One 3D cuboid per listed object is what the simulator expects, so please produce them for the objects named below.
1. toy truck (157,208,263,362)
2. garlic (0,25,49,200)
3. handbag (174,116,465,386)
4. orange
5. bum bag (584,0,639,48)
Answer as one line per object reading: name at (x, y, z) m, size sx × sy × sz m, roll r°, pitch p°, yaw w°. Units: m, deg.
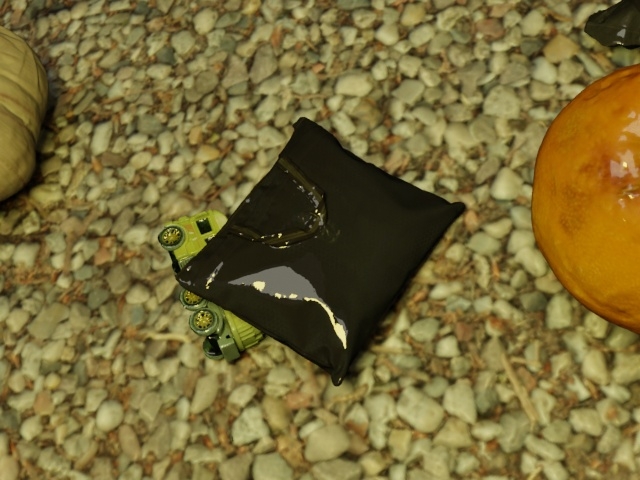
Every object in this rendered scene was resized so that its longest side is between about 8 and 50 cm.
toy truck at (-0.104, 0.044, 1.184) m, size 0.100 × 0.077 × 0.169 m, roll -22°, pitch 58°, yaw -5°
garlic at (-0.482, -0.143, 1.302) m, size 0.317 × 0.259 × 0.317 m, roll -10°, pitch 56°, yaw 15°
handbag at (0.000, 0.000, 1.142) m, size 0.211 × 0.089 × 0.254 m, roll 31°, pitch 64°, yaw 13°
orange at (0.323, -0.039, 0.995) m, size 0.261 × 0.261 × 0.261 m, roll -8°, pitch 61°, yaw 14°
bum bag at (0.383, -0.276, 1.209) m, size 0.197 × 0.049 × 0.087 m, roll -44°, pitch 35°, yaw -7°
